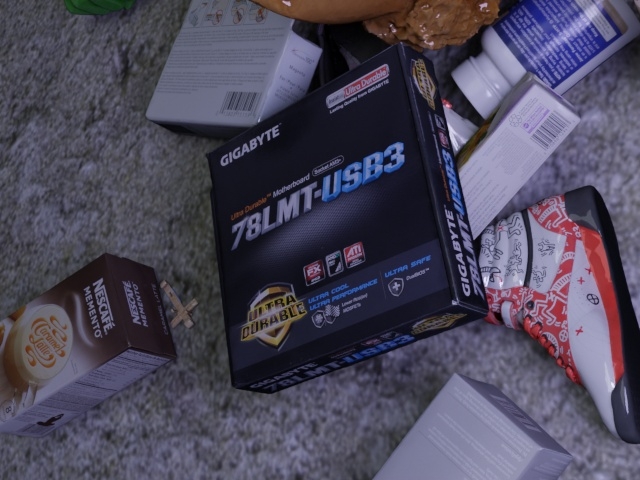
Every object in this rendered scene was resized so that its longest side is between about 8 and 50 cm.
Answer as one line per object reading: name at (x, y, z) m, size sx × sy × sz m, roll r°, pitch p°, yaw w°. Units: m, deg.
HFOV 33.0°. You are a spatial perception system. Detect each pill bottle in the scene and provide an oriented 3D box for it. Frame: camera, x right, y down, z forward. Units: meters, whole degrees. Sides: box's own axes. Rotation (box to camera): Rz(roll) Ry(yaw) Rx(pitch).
pill bottle at (0.239, -0.209, 1.166) m, size 0.186 × 0.112 × 0.112 m, roll -38°, pitch 58°, yaw 15°

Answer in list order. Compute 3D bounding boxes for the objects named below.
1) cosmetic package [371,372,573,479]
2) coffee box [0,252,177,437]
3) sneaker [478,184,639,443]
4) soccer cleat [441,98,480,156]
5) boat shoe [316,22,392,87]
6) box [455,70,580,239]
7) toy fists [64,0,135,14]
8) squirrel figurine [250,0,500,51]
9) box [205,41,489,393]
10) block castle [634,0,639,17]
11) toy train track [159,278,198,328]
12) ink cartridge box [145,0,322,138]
cosmetic package at (0.124, 0.266, 1.082) m, size 0.127 × 0.107 × 0.238 m, roll 42°, pitch 100°, yaw 34°
coffee box at (-0.322, 0.139, 1.400) m, size 0.246 × 0.098 × 0.141 m, roll -32°, pitch 61°, yaw 20°
sneaker at (0.237, 0.085, 1.082) m, size 0.145 × 0.090 × 0.270 m, roll -20°, pitch 61°, yaw 26°
soccer cleat at (0.134, -0.114, 1.197) m, size 0.196 × 0.068 × 0.076 m, roll 35°, pitch 100°, yaw 10°
boat shoe at (0.050, -0.226, 1.299) m, size 0.112 × 0.095 × 0.335 m, roll -19°, pitch 64°, yaw 25°
box at (0.142, -0.033, 1.148) m, size 0.324 × 0.067 × 0.063 m, roll -51°, pitch 10°, yaw 19°
toy fists at (-0.266, -0.421, 1.567) m, size 0.279 × 0.096 × 0.142 m, roll -24°, pitch 52°, yaw 25°
squirrel figurine at (0.088, -0.400, 1.083) m, size 0.370 × 0.397 × 0.281 m, roll -60°, pitch 9°, yaw 27°
box at (0.014, -0.017, 1.150) m, size 0.295 × 0.073 × 0.293 m, roll -24°, pitch 64°, yaw 33°
block castle at (0.418, -0.374, 1.037) m, size 0.303 × 0.213 × 0.453 m, roll -16°, pitch 62°, yaw 21°
toy train track at (-0.187, 0.081, 1.390) m, size 0.048 × 0.014 × 0.083 m, roll -45°, pitch 56°, yaw 11°
ink cartridge box at (-0.099, -0.249, 1.377) m, size 0.275 × 0.060 × 0.239 m, roll 12°, pitch 79°, yaw 52°
